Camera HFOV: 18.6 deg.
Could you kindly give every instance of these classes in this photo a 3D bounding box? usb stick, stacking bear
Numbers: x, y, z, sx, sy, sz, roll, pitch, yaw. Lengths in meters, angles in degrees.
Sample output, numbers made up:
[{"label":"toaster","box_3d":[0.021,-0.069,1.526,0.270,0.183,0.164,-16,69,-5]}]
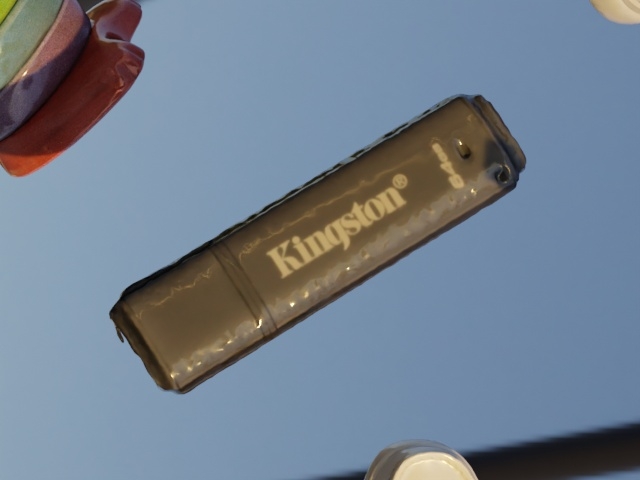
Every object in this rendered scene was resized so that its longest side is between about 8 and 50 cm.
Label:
[{"label":"usb stick","box_3d":[0.000,0.000,1.223,0.077,0.278,0.045,56,-11,16]},{"label":"stacking bear","box_3d":[-0.297,-0.196,1.517,0.164,0.289,0.175,-43,-157,14]}]

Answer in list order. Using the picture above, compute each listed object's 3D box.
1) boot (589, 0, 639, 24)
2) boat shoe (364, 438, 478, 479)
[{"label":"boot","box_3d":[0.205,-0.247,1.046,0.123,0.095,0.258,3,-88,48]},{"label":"boat shoe","box_3d":[0.078,0.251,1.145,0.096,0.098,0.277,131,-45,-74]}]
